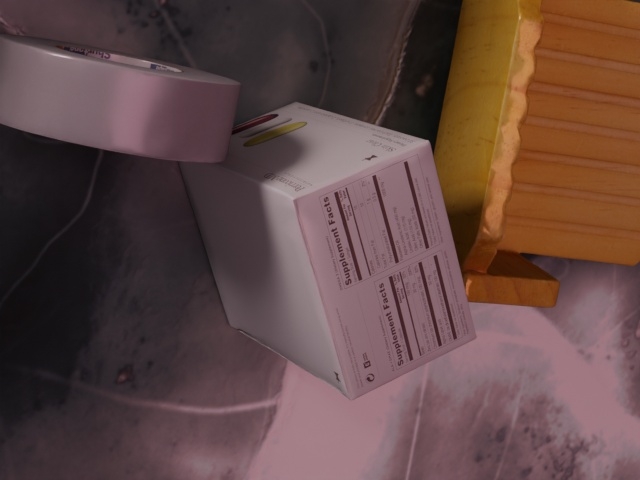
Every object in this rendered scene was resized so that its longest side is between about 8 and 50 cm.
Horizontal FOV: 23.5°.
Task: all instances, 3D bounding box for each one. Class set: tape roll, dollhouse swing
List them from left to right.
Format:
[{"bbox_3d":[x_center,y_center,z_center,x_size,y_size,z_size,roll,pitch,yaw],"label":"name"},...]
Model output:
[{"bbox_3d":[-0.183,-0.126,1.356,0.219,0.219,0.072,7,99,-30],"label":"tape roll"},{"bbox_3d":[0.288,-0.108,1.592,0.305,0.315,0.346,9,98,-10],"label":"dollhouse swing"}]

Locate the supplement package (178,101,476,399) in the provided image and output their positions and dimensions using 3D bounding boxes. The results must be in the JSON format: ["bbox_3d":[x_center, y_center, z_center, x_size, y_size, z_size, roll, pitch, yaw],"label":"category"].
[{"bbox_3d":[0.000,0.000,1.463,0.145,0.262,0.204,-25,113,-22],"label":"supplement package"}]
